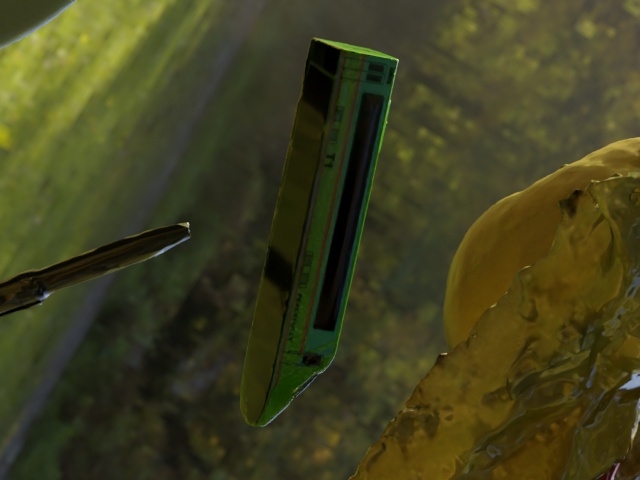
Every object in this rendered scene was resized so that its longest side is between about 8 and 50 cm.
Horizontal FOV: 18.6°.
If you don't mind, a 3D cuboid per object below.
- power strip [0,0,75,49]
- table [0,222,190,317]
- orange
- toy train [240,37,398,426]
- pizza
[{"bbox_3d":[-0.256,-0.279,1.181,0.357,0.357,0.161,-59,-158,2],"label":"power strip"},{"bbox_3d":[-0.250,-0.014,1.033,0.249,0.317,0.317,-24,-170,18],"label":"table"},{"bbox_3d":[0.232,0.052,1.512,0.279,0.235,0.279,-25,171,-4],"label":"orange"},{"bbox_3d":[0.000,0.000,1.044,0.044,0.042,0.209,-147,-114,-64],"label":"toy train"},{"bbox_3d":[0.079,0.071,0.713,0.280,0.075,0.288,-33,157,-37],"label":"pizza"}]
